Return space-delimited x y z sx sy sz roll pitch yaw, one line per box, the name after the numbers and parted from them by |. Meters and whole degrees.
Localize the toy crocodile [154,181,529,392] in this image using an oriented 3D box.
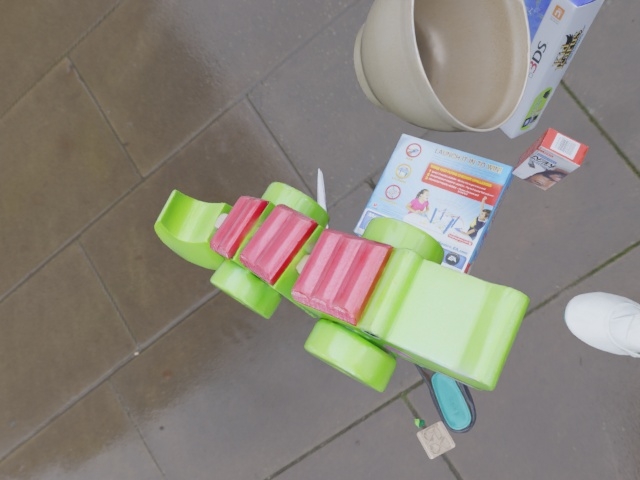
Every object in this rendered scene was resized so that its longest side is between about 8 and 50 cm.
-0.011 0.019 0.396 0.340 0.105 0.115 21 75 44 | toy crocodile

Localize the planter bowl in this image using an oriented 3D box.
0.100 -0.175 0.458 0.109 0.162 0.162 4 92 52 | planter bowl

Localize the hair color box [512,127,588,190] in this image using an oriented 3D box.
0.511 -0.178 1.121 0.093 0.167 0.053 29 81 7 | hair color box

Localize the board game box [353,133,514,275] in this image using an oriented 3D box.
0.291 -0.089 1.293 0.308 0.086 0.302 24 83 25 | board game box

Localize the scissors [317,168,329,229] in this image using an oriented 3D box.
0.000 0.000 1.027 0.109 0.021 0.297 -24 75 18 | scissors

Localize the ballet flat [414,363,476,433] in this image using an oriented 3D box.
0.190 0.202 0.792 0.074 0.074 0.203 -24 66 15 | ballet flat

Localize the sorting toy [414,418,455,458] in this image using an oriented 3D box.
0.232 0.402 1.035 0.062 0.012 0.083 -21 58 -15 | sorting toy

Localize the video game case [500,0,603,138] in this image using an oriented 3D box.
0.271 -0.338 0.783 0.061 0.244 0.269 -27 63 -16 | video game case

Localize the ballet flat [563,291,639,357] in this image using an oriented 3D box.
0.755 0.219 1.136 0.400 0.139 0.139 23 97 -11 | ballet flat
